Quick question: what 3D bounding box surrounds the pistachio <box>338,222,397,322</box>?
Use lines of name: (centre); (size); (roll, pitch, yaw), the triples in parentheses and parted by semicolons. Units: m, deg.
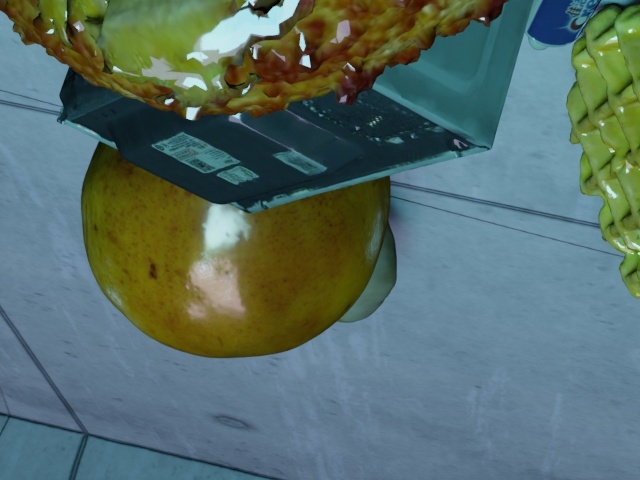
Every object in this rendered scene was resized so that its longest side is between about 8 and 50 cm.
pistachio: (0.000, 0.000, 1.644); (0.185, 0.124, 0.124); (32, 154, -32)

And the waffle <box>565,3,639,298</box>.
waffle: (0.258, -0.034, 1.233); (0.283, 0.065, 0.309); (51, 162, 46)

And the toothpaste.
toothpaste: (0.175, -0.191, 1.134); (0.069, 0.047, 0.268); (11, 159, -3)

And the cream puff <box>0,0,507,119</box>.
cream puff: (-0.016, -0.214, 0.817); (0.350, 0.350, 0.229); (2, 171, 32)

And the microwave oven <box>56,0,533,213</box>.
microwave oven: (-0.019, -0.161, 1.088); (0.181, 0.237, 0.295); (27, 161, -26)

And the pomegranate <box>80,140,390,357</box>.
pomegranate: (-0.068, -0.026, 1.432); (0.264, 0.264, 0.264); (13, 160, 5)
